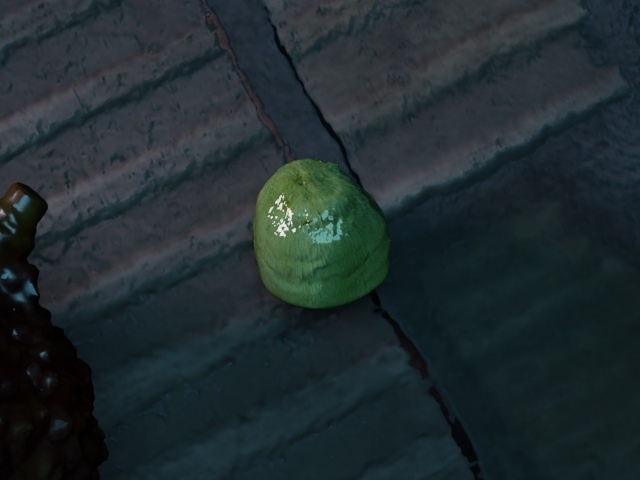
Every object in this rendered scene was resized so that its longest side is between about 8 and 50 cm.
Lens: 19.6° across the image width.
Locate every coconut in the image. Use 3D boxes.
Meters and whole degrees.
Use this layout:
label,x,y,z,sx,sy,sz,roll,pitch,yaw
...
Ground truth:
label,x,y,z,sx,sy,sz,roll,pitch,yaw
coconut,0.000,0.000,1.102,0.087,0.096,0.088,-3,46,3

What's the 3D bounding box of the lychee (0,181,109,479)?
label,x,y,z,sx,sy,sz,roll,pitch,yaw
lychee,-0.252,0.085,0.969,0.276,0.276,0.304,46,99,6
